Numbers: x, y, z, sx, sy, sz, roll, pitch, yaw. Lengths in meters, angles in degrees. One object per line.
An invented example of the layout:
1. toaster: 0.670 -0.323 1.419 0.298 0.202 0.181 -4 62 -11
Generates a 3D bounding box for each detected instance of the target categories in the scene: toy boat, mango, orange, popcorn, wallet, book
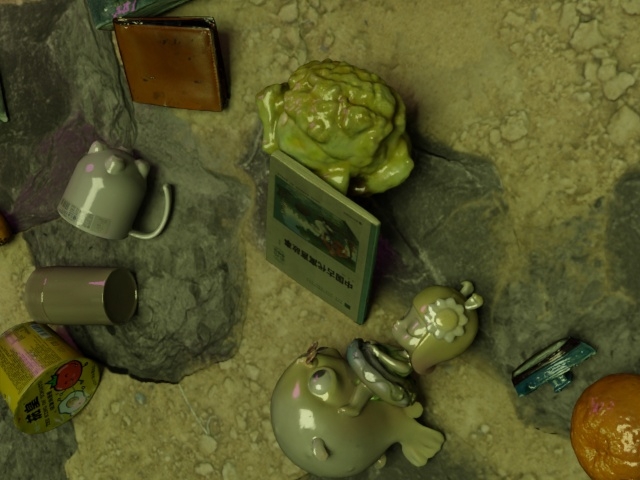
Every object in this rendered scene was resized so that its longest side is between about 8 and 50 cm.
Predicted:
1. toy boat: 0.348 0.193 1.675 0.137 0.060 0.061 -40 100 23
2. mango: -0.646 -0.032 2.174 0.127 0.063 0.077 29 111 28
3. orange: 0.436 0.273 1.571 0.177 0.155 0.177 40 146 35
4. popcorn: 0.021 -0.169 1.722 0.255 0.195 0.256 38 148 -5
5. wallet: -0.254 -0.305 1.925 0.196 0.042 0.161 6 122 23
6. book: 0.000 0.000 1.760 0.215 0.025 0.282 35 150 21

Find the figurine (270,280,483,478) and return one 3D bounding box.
1. figurine: 0.116 0.221 1.755 0.274 0.226 0.394 41 102 -14

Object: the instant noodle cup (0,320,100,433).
1. instant noodle cup: -0.522 0.243 2.074 0.144 0.182 0.182 42 111 29

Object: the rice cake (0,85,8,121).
1. rice cake: -0.661 -0.323 2.160 0.069 0.063 0.206 -12 88 30

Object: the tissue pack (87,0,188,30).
1. tissue pack: -0.324 -0.545 1.945 0.228 0.103 0.315 -17 87 27

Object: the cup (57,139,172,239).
1. cup: -0.360 -0.084 1.981 0.173 0.134 0.142 34 106 23

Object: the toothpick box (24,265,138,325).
1. toothpick box: -0.437 0.101 2.047 0.181 0.111 0.111 -1 93 27
